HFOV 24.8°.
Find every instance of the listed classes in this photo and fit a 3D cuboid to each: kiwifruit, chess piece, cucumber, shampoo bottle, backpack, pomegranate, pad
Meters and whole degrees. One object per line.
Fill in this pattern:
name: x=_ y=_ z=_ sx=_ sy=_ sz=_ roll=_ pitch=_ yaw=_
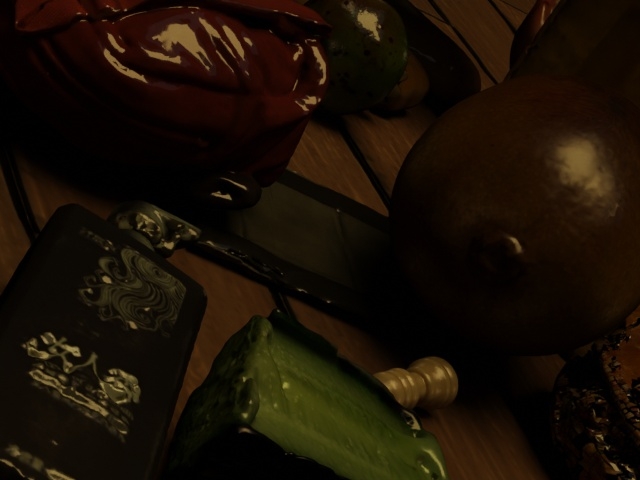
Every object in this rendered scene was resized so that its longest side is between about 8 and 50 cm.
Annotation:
kiwifruit: x=0.149 y=-0.017 z=1.013 sx=0.196 sy=0.196 sz=0.234 roll=38 pitch=25 yaw=2
chess piece: x=0.048 y=0.095 z=0.916 sx=0.092 sy=0.035 sz=0.035 roll=-4 pitch=45 yaw=-53
cucumber: x=-0.009 y=0.107 z=0.751 sx=0.193 sy=0.086 sz=0.115 roll=26 pitch=25 yaw=-39
shampoo bottle: x=-0.116 y=0.055 z=0.710 sx=0.098 sy=0.071 sz=0.309 roll=30 pitch=22 yaw=-9
backpack: x=-0.113 y=-0.125 z=0.958 sx=0.229 sy=0.139 sz=0.229 roll=24 pitch=28 yaw=-13
pomegranate: x=0.032 y=-0.162 z=1.285 sx=0.114 sy=0.114 sz=0.142 roll=51 pitch=17 yaw=30
pad: x=0.000 y=0.001 z=1.043 sx=0.233 sy=0.022 sz=0.174 roll=24 pitch=27 yaw=-25

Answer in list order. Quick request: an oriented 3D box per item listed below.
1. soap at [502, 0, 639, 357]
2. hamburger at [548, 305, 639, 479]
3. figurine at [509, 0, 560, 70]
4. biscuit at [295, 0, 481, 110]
soap: x=0.282 y=-0.063 z=1.169 sx=0.293 sy=0.335 sz=0.156 roll=40 pitch=22 yaw=12
hamburger: x=0.262 y=0.150 z=1.023 sx=0.231 sy=0.107 sz=0.231 roll=34 pitch=26 yaw=-19
figurine: x=0.211 y=-0.223 z=1.421 sx=0.388 sy=0.248 sz=0.277 roll=54 pitch=28 yaw=12
biscuit: x=0.026 y=-0.239 z=1.485 sx=0.290 sy=0.062 sz=0.237 roll=46 pitch=24 yaw=17
